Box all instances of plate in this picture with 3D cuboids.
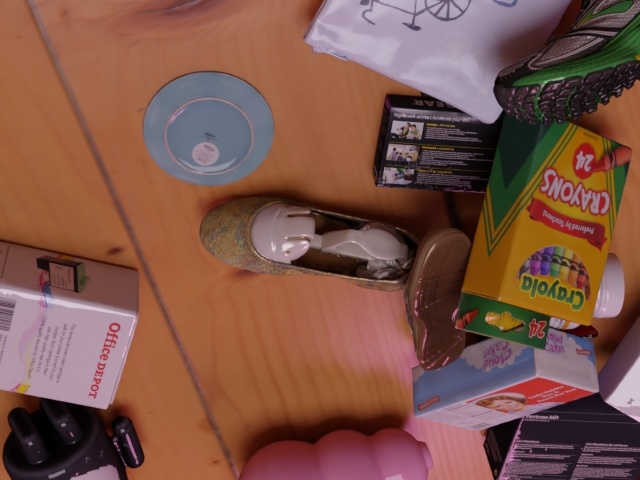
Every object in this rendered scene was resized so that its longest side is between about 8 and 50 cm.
[{"bbox_3d":[-0.159,-0.152,1.638,0.188,0.024,0.188,-4,125,-5],"label":"plate"}]

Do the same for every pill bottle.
[{"bbox_3d":[0.336,0.071,1.779,0.245,0.136,0.136,-1,125,-6],"label":"pill bottle"}]

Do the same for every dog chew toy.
[{"bbox_3d":[0.030,0.417,1.963,0.331,0.207,0.207,-19,125,-3],"label":"dog chew toy"}]

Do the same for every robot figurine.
[{"bbox_3d":[-0.415,0.381,1.893,0.209,0.174,0.278,-6,126,14],"label":"robot figurine"}]

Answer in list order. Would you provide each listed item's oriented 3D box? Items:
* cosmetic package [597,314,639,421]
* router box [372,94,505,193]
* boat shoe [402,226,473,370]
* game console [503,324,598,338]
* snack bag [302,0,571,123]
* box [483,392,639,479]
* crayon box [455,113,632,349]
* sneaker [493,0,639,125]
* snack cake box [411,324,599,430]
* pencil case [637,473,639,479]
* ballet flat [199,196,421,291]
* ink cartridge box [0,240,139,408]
[{"bbox_3d":[0.681,0.222,1.861,0.377,0.097,0.284,31,101,-8],"label":"cosmetic package"},{"bbox_3d":[0.174,-0.138,1.669,0.178,0.046,0.133,3,123,-9],"label":"router box"},{"bbox_3d":[0.163,0.076,1.692,0.104,0.089,0.285,-14,137,-16],"label":"boat shoe"},{"bbox_3d":[0.379,0.185,1.900,0.144,0.124,0.085,-9,99,-1],"label":"game console"},{"bbox_3d":[0.188,-0.344,1.516,0.323,0.037,0.343,20,114,-21],"label":"snack bag"},{"bbox_3d":[0.438,0.330,1.992,0.261,0.103,0.184,5,128,-12],"label":"box"},{"bbox_3d":[0.318,-0.006,1.626,0.202,0.081,0.319,15,88,-37],"label":"crayon box"},{"bbox_3d":[0.371,-0.266,1.519,0.343,0.146,0.134,-27,163,-13],"label":"sneaker"},{"bbox_3d":[0.289,0.222,1.831,0.152,0.089,0.264,20,147,-36],"label":"snack cake box"},{"bbox_3d":[0.585,0.514,2.104,0.167,0.160,0.386,16,123,-33],"label":"pencil case"},{"bbox_3d":[0.000,0.000,1.699,0.348,0.123,0.123,12,123,-17],"label":"ballet flat"},{"bbox_3d":[-0.431,0.126,1.746,0.278,0.117,0.201,13,123,-14],"label":"ink cartridge box"}]
